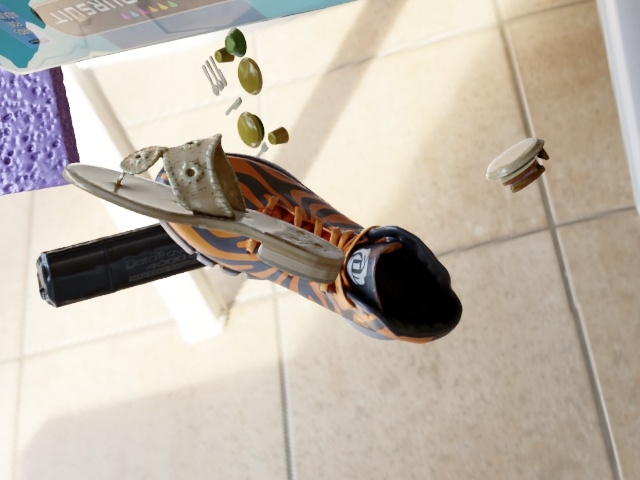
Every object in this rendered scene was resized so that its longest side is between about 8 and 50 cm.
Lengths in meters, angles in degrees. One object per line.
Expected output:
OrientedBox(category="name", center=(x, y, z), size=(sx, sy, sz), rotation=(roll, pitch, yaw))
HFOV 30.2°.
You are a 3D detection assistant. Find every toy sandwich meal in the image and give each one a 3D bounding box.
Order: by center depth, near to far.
OrientedBox(category="toy sandwich meal", center=(0.226, -0.085, 1.344), size=(0.086, 0.029, 0.085), rotation=(-34, 13, 9))

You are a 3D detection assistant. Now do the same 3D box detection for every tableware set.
OrientedBox(category="tableware set", center=(-0.087, -0.181, 1.464), size=(0.024, 0.104, 0.154), rotation=(-22, 80, -36))

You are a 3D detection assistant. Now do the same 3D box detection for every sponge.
OrientedBox(category="sponge", center=(-0.344, -0.159, 1.347), size=(0.117, 0.031, 0.210), rotation=(-9, 93, 20))

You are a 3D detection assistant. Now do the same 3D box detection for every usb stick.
OrientedBox(category="usb stick", center=(-0.193, 0.013, 1.381), size=(0.278, 0.077, 0.045), rotation=(-15, 39, -20))

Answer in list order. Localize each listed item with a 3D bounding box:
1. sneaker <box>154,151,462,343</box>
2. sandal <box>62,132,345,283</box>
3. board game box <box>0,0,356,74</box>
OrientedBox(category="sneaker", center=(0.000, 0.000, 1.120), size=(0.321, 0.180, 0.124), rotation=(24, 83, -14))
OrientedBox(category="sandal", center=(-0.084, -0.047, 0.970), size=(0.240, 0.088, 0.079), rotation=(22, 106, -1))
OrientedBox(category="board game box", center=(-0.039, -0.214, 0.511), size=(0.336, 0.079, 0.253), rotation=(2, 68, 50))
